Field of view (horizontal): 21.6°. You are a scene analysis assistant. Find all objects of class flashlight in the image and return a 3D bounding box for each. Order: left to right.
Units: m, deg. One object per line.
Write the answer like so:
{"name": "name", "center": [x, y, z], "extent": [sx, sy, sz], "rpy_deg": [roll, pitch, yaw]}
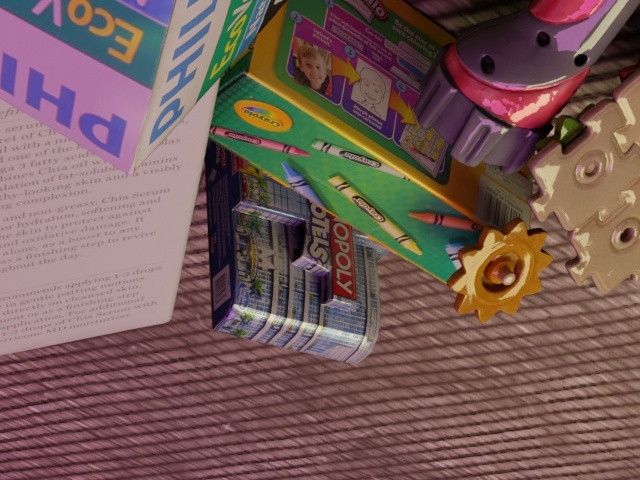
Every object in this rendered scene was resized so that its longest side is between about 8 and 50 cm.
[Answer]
{"name": "flashlight", "center": [0.178, -0.186, 1.162], "extent": [0.103, 0.103, 0.304], "rpy_deg": [47, 127, 21]}

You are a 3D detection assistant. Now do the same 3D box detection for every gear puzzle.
{"name": "gear puzzle", "center": [0.229, -0.055, 1.251], "extent": [0.339, 0.044, 0.175], "rpy_deg": [-40, 131, -4]}

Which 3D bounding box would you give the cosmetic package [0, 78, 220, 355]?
{"name": "cosmetic package", "center": [-0.209, -0.090, 1.154], "extent": [0.230, 0.161, 0.453], "rpy_deg": [-11, 153, -17]}

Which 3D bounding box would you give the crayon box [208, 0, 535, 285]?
{"name": "crayon box", "center": [0.040, -0.100, 1.278], "extent": [0.278, 0.165, 0.081], "rpy_deg": [31, 137, -25]}

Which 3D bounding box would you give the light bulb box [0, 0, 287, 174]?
{"name": "light bulb box", "center": [-0.129, -0.288, 0.838], "extent": [0.358, 0.361, 0.225], "rpy_deg": [30, 141, 7]}

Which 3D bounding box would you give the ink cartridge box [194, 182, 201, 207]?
{"name": "ink cartridge box", "center": [-0.239, -0.031, 1.481], "extent": [0.212, 0.093, 0.154], "rpy_deg": [30, 138, -22]}

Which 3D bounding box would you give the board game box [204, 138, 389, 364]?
{"name": "board game box", "center": [0.000, 0.000, 1.428], "extent": [0.194, 0.194, 0.060], "rpy_deg": [14, 145, -30]}
